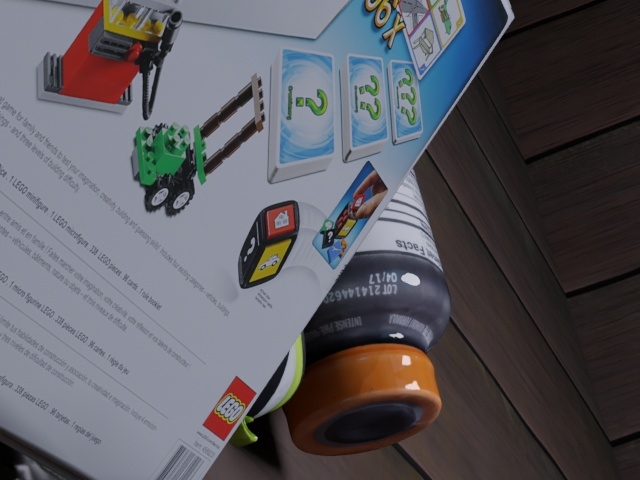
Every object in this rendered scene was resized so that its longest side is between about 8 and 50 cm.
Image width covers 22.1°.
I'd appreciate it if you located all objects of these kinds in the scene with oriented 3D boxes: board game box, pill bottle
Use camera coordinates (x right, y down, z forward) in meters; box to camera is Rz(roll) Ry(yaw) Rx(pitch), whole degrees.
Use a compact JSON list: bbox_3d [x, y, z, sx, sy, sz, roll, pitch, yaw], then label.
[{"bbox_3d":[-0.058,-0.060,0.368,0.053,0.193,0.305,29,-11,29],"label":"board game box"},{"bbox_3d":[0.000,0.000,0.964,0.130,0.130,0.245,46,27,-59],"label":"pill bottle"}]

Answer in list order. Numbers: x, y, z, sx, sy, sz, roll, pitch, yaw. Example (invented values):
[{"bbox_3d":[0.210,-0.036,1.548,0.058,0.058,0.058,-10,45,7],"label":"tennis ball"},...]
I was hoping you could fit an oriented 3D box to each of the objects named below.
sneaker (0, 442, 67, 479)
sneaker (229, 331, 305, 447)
[{"bbox_3d":[-0.131,0.024,0.513,0.130,0.087,0.227,-85,154,-65],"label":"sneaker"},{"bbox_3d":[-0.064,-0.013,0.830,0.097,0.084,0.234,-20,89,-75],"label":"sneaker"}]
